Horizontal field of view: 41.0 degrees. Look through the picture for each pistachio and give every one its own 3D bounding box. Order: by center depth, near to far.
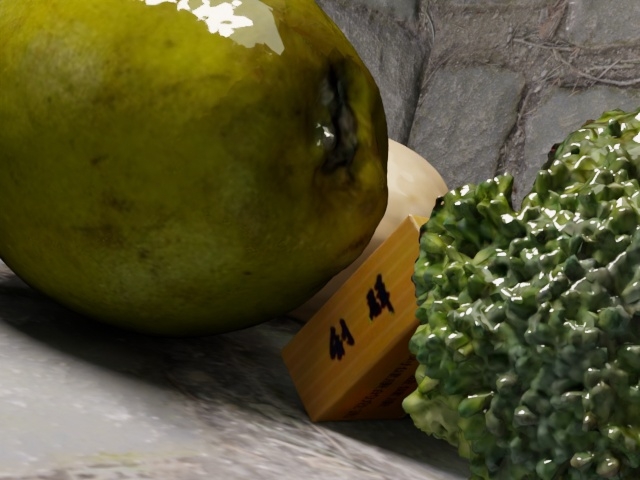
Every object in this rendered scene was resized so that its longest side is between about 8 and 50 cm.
[{"bbox_3d":[-0.011,-0.014,0.951,0.318,0.214,0.193,3,4,10],"label":"pistachio"}]

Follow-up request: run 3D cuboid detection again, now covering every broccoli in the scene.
[{"bbox_3d":[0.186,0.061,0.462,0.288,0.260,0.235,12,18,-4],"label":"broccoli"}]

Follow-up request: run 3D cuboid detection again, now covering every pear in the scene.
[{"bbox_3d":[-0.128,-0.083,0.714,0.352,0.352,0.413,10,8,-39],"label":"pear"}]

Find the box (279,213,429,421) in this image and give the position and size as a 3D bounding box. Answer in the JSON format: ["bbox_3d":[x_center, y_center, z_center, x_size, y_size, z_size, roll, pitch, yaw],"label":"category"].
[{"bbox_3d":[0.108,0.068,0.638,0.237,0.152,0.070,7,43,-45],"label":"box"}]
